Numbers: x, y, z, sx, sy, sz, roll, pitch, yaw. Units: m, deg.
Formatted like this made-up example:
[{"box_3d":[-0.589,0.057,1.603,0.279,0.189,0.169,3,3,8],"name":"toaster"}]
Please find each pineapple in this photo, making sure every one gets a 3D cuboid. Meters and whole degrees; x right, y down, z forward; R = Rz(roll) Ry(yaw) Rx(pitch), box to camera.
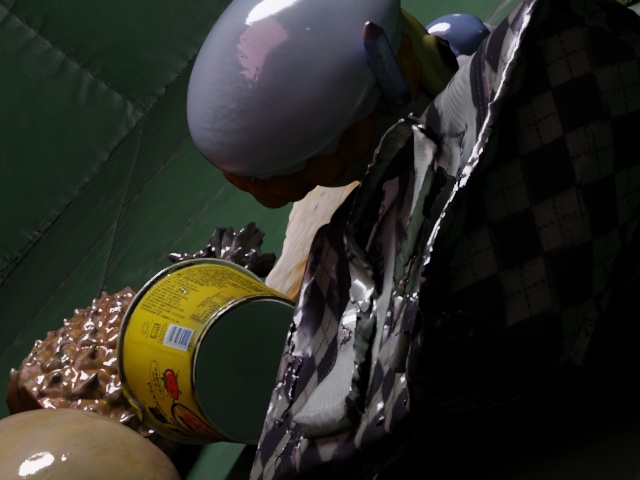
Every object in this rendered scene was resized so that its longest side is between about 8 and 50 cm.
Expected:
[{"box_3d":[-0.171,0.120,2.079,0.362,0.202,0.202,-44,8,-30],"name":"pineapple"}]

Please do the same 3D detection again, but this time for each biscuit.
[{"box_3d":[0.000,0.000,2.057,0.204,0.040,0.309,-38,21,45],"name":"biscuit"}]

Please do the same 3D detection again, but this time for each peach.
[{"box_3d":[-0.236,0.289,1.735,0.292,0.247,0.292,-50,-14,-18],"name":"peach"}]

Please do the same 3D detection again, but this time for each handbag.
[{"box_3d":[0.089,0.044,1.420,0.416,0.180,0.316,-47,16,55],"name":"handbag"}]

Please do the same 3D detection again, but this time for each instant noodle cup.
[{"box_3d":[-0.082,0.112,1.810,0.182,0.182,0.144,-56,24,-11],"name":"instant noodle cup"}]

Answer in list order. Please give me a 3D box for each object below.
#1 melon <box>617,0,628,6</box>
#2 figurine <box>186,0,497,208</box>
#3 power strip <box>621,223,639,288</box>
[{"box_3d":[0.335,-0.298,1.711,0.262,0.053,0.114,-42,10,35],"name":"melon"},{"box_3d":[0.046,-0.141,1.690,0.224,0.205,0.382,-29,-15,31],"name":"figurine"},{"box_3d":[0.250,-0.020,1.376,0.136,0.019,0.051,-58,16,-19],"name":"power strip"}]
